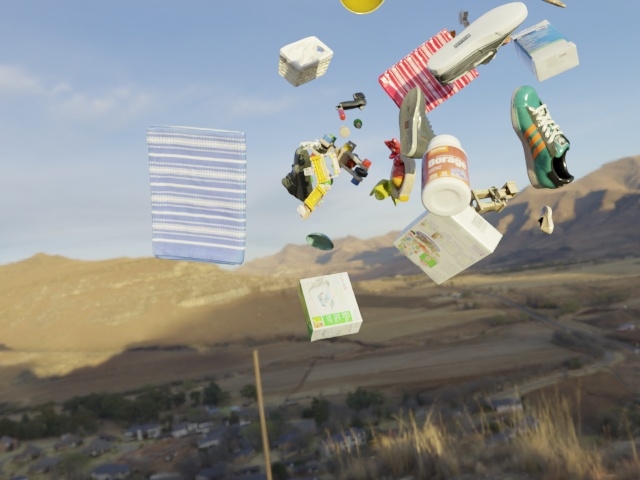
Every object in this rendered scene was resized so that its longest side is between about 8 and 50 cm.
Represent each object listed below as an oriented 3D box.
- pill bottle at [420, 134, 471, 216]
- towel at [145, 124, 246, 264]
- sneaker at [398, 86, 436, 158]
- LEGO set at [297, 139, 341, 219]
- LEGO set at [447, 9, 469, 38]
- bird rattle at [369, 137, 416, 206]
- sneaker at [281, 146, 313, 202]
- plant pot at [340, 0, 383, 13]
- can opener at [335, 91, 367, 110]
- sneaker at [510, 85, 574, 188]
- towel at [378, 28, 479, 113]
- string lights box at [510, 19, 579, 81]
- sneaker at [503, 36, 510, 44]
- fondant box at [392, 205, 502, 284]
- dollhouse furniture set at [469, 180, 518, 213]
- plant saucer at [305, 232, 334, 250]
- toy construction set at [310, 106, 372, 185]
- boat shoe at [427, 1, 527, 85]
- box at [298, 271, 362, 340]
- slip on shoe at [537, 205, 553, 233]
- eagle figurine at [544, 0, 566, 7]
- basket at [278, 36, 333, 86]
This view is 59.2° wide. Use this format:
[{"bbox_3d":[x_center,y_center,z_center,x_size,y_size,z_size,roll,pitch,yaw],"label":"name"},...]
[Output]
[{"bbox_3d":[0.319,-0.173,1.446,0.121,0.216,0.121,5,-45,5],"label":"pill bottle"},{"bbox_3d":[-0.300,-0.103,1.362,0.243,0.336,0.040,6,21,6],"label":"towel"},{"bbox_3d":[0.309,-0.352,1.739,0.118,0.222,0.083,10,-9,-32],"label":"sneaker"},{"bbox_3d":[0.000,-0.211,1.985,0.132,0.287,0.107,16,25,31],"label":"LEGO set"},{"bbox_3d":[0.512,-0.754,2.130,0.087,0.227,0.093,-20,39,-1],"label":"LEGO set"},{"bbox_3d":[0.287,-0.237,1.966,0.143,0.254,0.207,14,18,-20],"label":"bird rattle"},{"bbox_3d":[-0.098,-0.262,2.184,0.130,0.227,0.087,24,46,33],"label":"sneaker"},{"bbox_3d":[0.104,-0.671,1.476,0.134,0.134,0.095,-9,30,0],"label":"plant pot"},{"bbox_3d":[0.134,-0.592,2.453,0.186,0.073,0.059,-27,-14,-38],"label":"can opener"},{"bbox_3d":[0.621,-0.286,1.551,0.108,0.302,0.121,-32,18,-28],"label":"sneaker"},{"bbox_3d":[0.351,-0.538,1.854,0.275,0.199,0.031,-35,-4,11],"label":"towel"},{"bbox_3d":[0.750,-0.645,1.903,0.133,0.077,0.260,-22,36,14],"label":"string lights box"},{"bbox_3d":[0.643,-0.769,2.173,0.175,0.064,0.067,1,-4,-10],"label":"sneaker"},{"bbox_3d":[0.438,-0.002,1.995,0.096,0.238,0.330,-49,1,-34],"label":"fondant box"},{"bbox_3d":[0.606,-0.172,2.094,0.182,0.101,0.161,-10,-25,-18],"label":"dollhouse furniture set"},{"bbox_3d":[0.000,0.000,2.264,0.119,0.021,0.119,16,-27,8],"label":"plant saucer"},{"bbox_3d":[0.077,-0.390,2.302,0.257,0.309,0.237,5,27,-6],"label":"toy construction set"},{"bbox_3d":[0.457,-0.552,1.611,0.301,0.108,0.102,-33,-48,22],"label":"boat shoe"},{"bbox_3d":[0.040,0.300,2.562,0.231,0.262,0.127,-8,-33,-12],"label":"box"},{"bbox_3d":[0.801,-0.077,2.019,0.041,0.135,0.051,10,-43,4],"label":"slip on shoe"},{"bbox_3d":[0.662,-0.875,1.661,0.226,0.298,0.225,13,21,-19],"label":"eagle figurine"},{"bbox_3d":[-0.056,-0.629,1.992,0.167,0.113,0.103,-34,-21,-31],"label":"basket"}]
